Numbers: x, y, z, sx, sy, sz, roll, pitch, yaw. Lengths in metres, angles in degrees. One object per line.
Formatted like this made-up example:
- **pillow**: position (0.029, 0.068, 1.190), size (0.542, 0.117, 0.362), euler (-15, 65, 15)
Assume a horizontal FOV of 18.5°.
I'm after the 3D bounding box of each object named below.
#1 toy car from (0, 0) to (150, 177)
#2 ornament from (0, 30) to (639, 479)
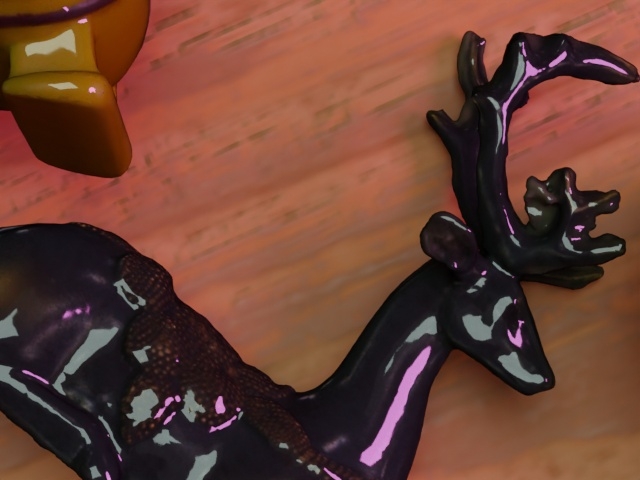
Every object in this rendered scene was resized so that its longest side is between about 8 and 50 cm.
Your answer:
- **toy car**: position (-0.171, -0.081, 0.647), size (0.248, 0.200, 0.142), euler (-1, 78, 1)
- **ornament**: position (0.000, 0.000, 0.697), size (0.202, 0.080, 0.236), euler (39, 81, 5)
